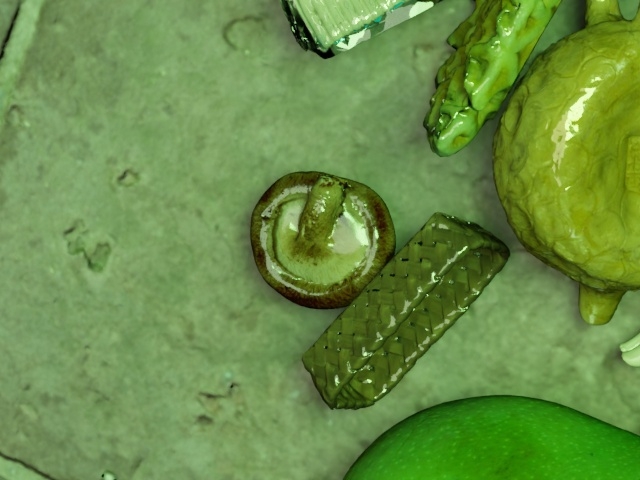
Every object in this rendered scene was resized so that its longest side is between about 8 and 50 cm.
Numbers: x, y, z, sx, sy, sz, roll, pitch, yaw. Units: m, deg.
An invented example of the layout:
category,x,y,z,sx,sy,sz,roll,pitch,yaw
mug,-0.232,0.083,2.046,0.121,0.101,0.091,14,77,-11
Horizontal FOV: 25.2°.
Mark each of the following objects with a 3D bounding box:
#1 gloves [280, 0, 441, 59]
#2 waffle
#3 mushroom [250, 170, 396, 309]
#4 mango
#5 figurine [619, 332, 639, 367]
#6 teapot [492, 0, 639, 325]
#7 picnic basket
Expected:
category,x,y,z,sx,sy,sz,roll,pitch,yaw
gloves,0.011,-0.316,1.152,0.210,0.135,0.312,-32,82,24
waffle,0.142,-0.164,1.094,0.054,0.204,0.223,26,110,-6
mushroom,0.000,0.000,1.208,0.127,0.087,0.127,0,91,19
mango,0.172,0.230,1.095,0.382,0.201,0.225,-6,66,37
figurine,0.316,0.038,1.124,0.187,0.083,0.083,-42,82,10
teapot,0.222,-0.082,1.099,0.203,0.167,0.311,-5,103,-16
picnic basket,0.068,0.057,1.185,0.055,0.110,0.193,46,105,24
